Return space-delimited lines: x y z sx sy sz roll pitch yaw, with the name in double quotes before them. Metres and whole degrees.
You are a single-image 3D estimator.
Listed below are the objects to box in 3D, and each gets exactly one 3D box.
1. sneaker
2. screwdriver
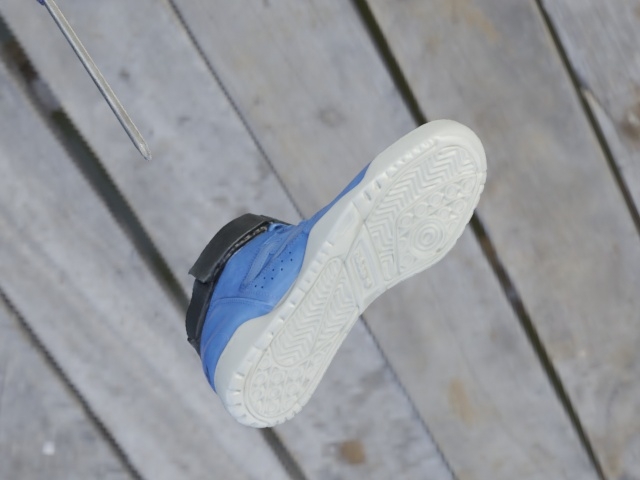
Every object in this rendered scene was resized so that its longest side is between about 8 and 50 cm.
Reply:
"sneaker" -0.001 0.000 0.689 0.058 0.084 0.152 33 99 -36
"screwdriver" -0.102 -0.089 0.658 0.025 0.170 0.024 -13 142 -38
